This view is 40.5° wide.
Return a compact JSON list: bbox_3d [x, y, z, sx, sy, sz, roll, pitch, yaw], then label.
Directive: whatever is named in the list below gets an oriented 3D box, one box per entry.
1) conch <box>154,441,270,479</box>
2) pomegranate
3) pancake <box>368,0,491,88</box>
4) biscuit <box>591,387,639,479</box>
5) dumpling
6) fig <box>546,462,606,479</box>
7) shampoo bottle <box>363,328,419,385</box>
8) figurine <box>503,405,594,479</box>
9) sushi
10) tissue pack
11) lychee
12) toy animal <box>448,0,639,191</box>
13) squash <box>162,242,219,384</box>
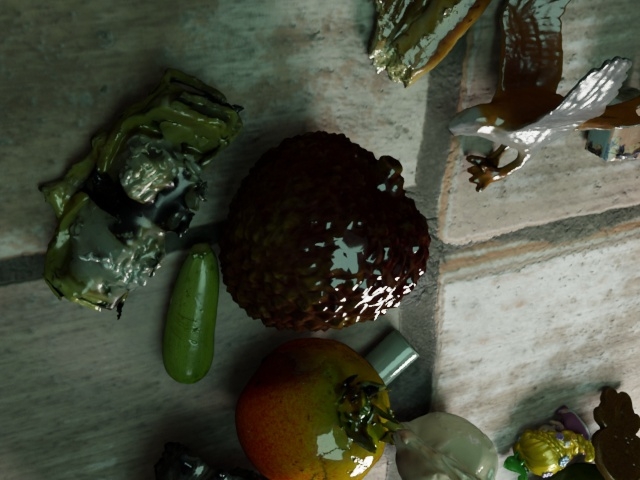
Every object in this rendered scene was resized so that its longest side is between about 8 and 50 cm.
[{"bbox_3d":[-0.127,0.383,1.182,0.241,0.186,0.313,-10,142,5],"label":"conch"},{"bbox_3d":[-0.001,0.233,1.148,0.210,0.235,0.210,9,75,-36],"label":"pomegranate"},{"bbox_3d":[0.110,-0.325,0.969,0.244,0.057,0.266,32,102,-37],"label":"pancake"},{"bbox_3d":[0.536,0.357,1.562,0.124,0.175,0.026,18,152,-23],"label":"biscuit"},{"bbox_3d":[0.215,0.363,1.361,0.147,0.193,0.258,-50,141,-4],"label":"dumpling"},{"bbox_3d":[0.519,0.519,1.650,0.206,0.206,0.275,-51,156,9],"label":"fig"},{"bbox_3d":[0.057,0.215,1.278,0.195,0.056,0.056,-44,129,4],"label":"shampoo bottle"},{"bbox_3d":[0.404,0.375,1.522,0.156,0.115,0.095,-27,118,-8],"label":"figurine"},{"bbox_3d":[-0.206,-0.049,0.933,0.139,0.131,0.291,24,114,-38],"label":"sushi"},{"bbox_3d":[0.426,-0.167,1.231,0.074,0.059,0.094,-7,122,-21],"label":"tissue pack"},{"bbox_3d":[0.000,0.000,1.009,0.236,0.236,0.271,16,135,-34],"label":"lychee"},{"bbox_3d":[0.321,-0.179,1.134,0.284,0.225,0.302,17,132,-37],"label":"toy animal"},{"bbox_3d":[-0.159,0.094,1.083,0.066,0.066,0.201,-3,120,-26],"label":"squash"}]
